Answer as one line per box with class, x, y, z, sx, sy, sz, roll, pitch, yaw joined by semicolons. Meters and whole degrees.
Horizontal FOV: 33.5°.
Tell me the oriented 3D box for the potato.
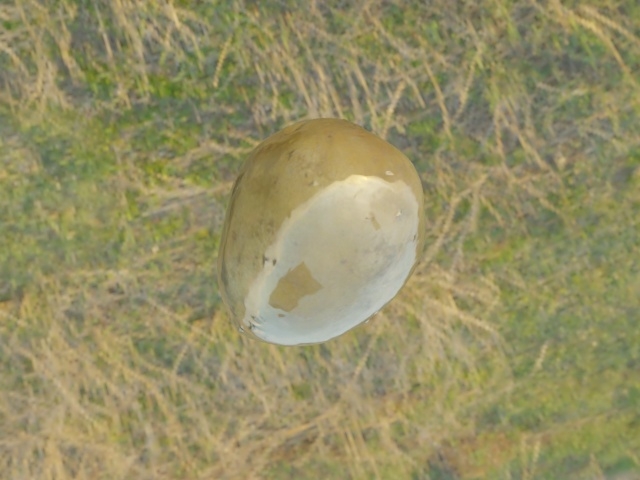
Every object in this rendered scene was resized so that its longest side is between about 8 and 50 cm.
potato;0.001;-0.001;0.586;0.112;0.112;0.147;-3;147;-31
